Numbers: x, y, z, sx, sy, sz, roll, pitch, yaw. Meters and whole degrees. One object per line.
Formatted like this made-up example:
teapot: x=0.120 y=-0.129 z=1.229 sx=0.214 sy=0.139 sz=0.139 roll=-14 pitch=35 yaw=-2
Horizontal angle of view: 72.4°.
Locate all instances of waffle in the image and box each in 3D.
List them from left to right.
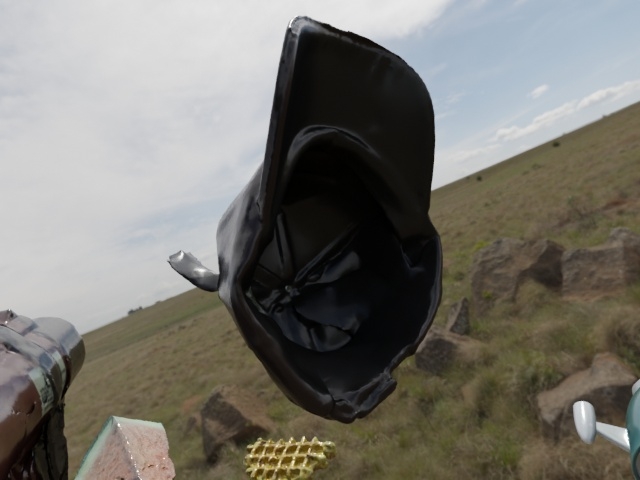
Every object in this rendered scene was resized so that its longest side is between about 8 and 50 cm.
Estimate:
waffle: x=-0.071 y=0.440 z=0.894 sx=0.160 sy=0.046 sz=0.192 roll=-33 pitch=20 yaw=-27

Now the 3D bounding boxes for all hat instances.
hat: x=-0.015 y=-0.021 z=0.435 sx=0.238 sy=0.336 sz=0.209 roll=1 pitch=-3 yaw=-37

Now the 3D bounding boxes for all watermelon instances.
watermelon: x=-0.315 y=0.434 z=0.729 sx=0.139 sy=0.193 sz=0.256 roll=30 pitch=-17 yaw=-36

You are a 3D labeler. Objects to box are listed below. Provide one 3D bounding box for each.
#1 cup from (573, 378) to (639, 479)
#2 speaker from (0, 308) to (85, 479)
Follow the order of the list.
cup: x=0.572 y=0.298 z=0.691 sx=0.299 sy=0.168 sz=0.173 roll=1 pitch=25 yaw=27
speaker: x=-0.281 y=0.196 z=0.386 sx=0.198 sy=0.259 sz=0.329 roll=-39 pitch=5 yaw=-4
